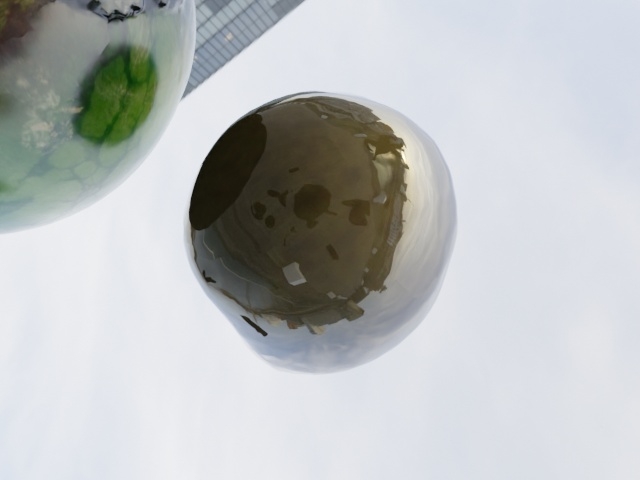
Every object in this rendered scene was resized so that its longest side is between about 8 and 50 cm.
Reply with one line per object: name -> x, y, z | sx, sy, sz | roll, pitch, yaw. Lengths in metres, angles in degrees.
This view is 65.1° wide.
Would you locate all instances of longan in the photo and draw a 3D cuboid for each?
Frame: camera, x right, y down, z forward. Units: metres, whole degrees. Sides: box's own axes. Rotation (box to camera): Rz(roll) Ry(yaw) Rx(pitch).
longan -> 0.000, 0.000, 0.433 | 0.248, 0.248, 0.249 | -10, -113, 26

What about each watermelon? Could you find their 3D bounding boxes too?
watermelon -> -0.271, -0.175, 0.402 | 0.362, 0.363, 0.364 | -10, -113, 26
